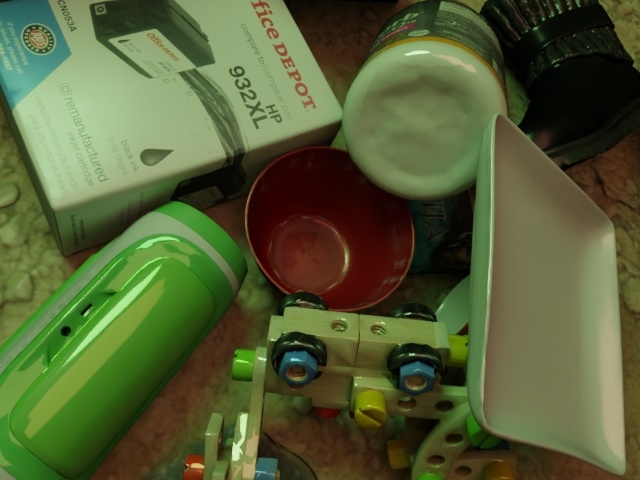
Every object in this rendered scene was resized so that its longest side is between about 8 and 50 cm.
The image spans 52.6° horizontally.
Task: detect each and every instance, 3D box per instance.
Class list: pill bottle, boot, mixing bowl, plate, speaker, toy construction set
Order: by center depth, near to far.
[{"bbox_3d":[-0.197,0.103,0.583,0.131,0.131,0.296,39,63,-1],"label":"speaker"},{"bbox_3d":[0.213,0.061,0.611,0.278,0.045,0.277,28,61,-40],"label":"plate"},{"bbox_3d":[0.034,0.165,0.614,0.327,0.215,0.151,-3,36,-13],"label":"toy construction set"},{"bbox_3d":[0.000,0.000,0.700,0.181,0.098,0.181,6,69,-15],"label":"mixing bowl"},{"bbox_3d":[0.124,-0.173,0.721,0.162,0.162,0.278,29,34,-5],"label":"pill bottle"},{"bbox_3d":[0.288,-0.222,0.856,0.348,0.131,0.260,-29,88,-36],"label":"boot"}]

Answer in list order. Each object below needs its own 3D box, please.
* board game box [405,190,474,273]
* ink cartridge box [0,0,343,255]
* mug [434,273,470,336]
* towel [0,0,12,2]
[{"bbox_3d":[0.126,-0.050,0.800,0.126,0.026,0.186,0,70,-17],"label":"board game box"},{"bbox_3d":[-0.163,-0.150,0.687,0.307,0.129,0.223,-21,77,-24],"label":"ink cartridge box"},{"bbox_3d":[0.227,0.112,0.714,0.169,0.113,0.150,39,105,-5],"label":"mug"},{"bbox_3d":[-0.325,-0.362,0.768,0.325,0.038,0.248,-34,84,-26],"label":"towel"}]
